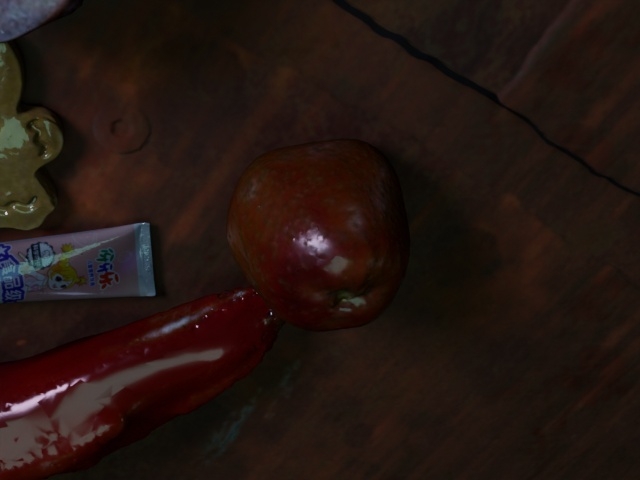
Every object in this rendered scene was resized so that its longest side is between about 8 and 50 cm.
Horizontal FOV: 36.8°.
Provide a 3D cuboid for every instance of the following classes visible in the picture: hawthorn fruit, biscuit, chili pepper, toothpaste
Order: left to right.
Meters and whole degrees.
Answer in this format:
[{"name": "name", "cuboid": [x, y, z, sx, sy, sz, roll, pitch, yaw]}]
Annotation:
[{"name": "biscuit", "cuboid": [-0.243, -0.080, 0.657, 0.133, 0.027, 0.184, 4, 123, -8]}, {"name": "toothpaste", "cuboid": [-0.224, 0.024, 0.724, 0.194, 0.043, 0.067, -5, 121, -11]}, {"name": "chili pepper", "cuboid": [-0.198, 0.127, 0.760, 0.388, 0.110, 0.110, -20, 124, -1]}, {"name": "hawthorn fruit", "cuboid": [0.000, 0.000, 0.677, 0.133, 0.138, 0.132, -6, 123, -9]}]

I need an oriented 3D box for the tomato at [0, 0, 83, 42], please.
[{"name": "tomato", "cuboid": [-0.187, -0.230, 0.512, 0.199, 0.112, 0.228, 29, 115, -15]}]
